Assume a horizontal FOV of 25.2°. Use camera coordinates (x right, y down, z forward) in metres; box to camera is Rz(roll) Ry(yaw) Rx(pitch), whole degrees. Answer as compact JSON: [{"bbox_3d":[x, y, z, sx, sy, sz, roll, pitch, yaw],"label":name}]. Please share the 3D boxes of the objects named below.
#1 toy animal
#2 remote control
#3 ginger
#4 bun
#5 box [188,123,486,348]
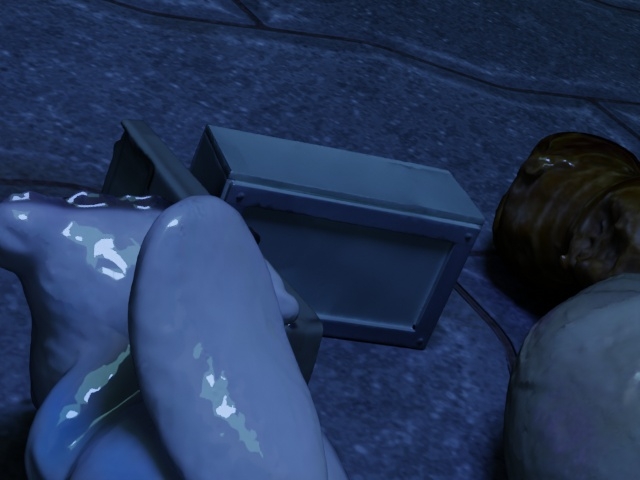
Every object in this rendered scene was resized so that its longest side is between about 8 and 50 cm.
[{"bbox_3d":[-0.075,0.108,0.808,0.174,0.249,0.289,-18,77,-8],"label":"toy animal"},{"bbox_3d":[-0.094,0.027,1.033,0.038,0.123,0.285,1,31,-36],"label":"remote control"},{"bbox_3d":[0.299,-0.002,1.324,0.274,0.152,0.357,13,11,-26],"label":"ginger"},{"bbox_3d":[0.312,0.144,1.023,0.361,0.213,0.361,18,28,-10],"label":"bun"},{"bbox_3d":[0.000,0.000,1.145,0.225,0.129,0.086,9,29,-26],"label":"box"}]
